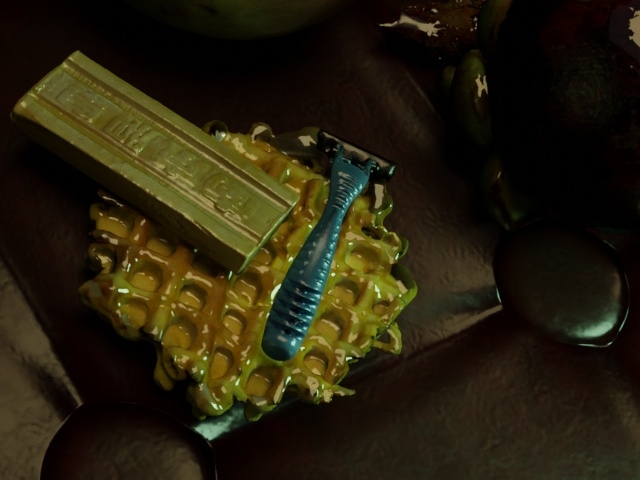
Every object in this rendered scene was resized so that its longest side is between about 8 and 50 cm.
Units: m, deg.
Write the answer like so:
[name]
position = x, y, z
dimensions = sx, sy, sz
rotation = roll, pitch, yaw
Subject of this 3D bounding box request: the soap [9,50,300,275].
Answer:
[soap]
position = -0.147, -0.071, 1.346
dimensions = 0.252, 0.037, 0.092
rotation = 33, 50, 6

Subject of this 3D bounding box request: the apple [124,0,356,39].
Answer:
[apple]
position = -0.087, -0.359, 1.468
dimensions = 0.305, 0.338, 0.338
rotation = -2, 57, 1

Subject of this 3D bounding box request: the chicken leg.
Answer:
[chicken leg]
position = 0.163, -0.245, 1.636
dimensions = 0.105, 0.063, 0.234
rotation = 42, 54, 15

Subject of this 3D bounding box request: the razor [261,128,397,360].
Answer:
[razor]
position = 0.000, 0.000, 1.346
dimensions = 0.082, 0.042, 0.253
rotation = 26, 53, -4

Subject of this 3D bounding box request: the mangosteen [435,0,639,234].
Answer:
[mangosteen]
position = 0.281, -0.149, 1.471
dimensions = 0.311, 0.311, 0.311
rotation = 10, 55, -15

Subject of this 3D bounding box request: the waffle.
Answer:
[waffle]
position = -0.056, 0.021, 1.375
dimensions = 0.329, 0.062, 0.329
rotation = 10, 53, -14
